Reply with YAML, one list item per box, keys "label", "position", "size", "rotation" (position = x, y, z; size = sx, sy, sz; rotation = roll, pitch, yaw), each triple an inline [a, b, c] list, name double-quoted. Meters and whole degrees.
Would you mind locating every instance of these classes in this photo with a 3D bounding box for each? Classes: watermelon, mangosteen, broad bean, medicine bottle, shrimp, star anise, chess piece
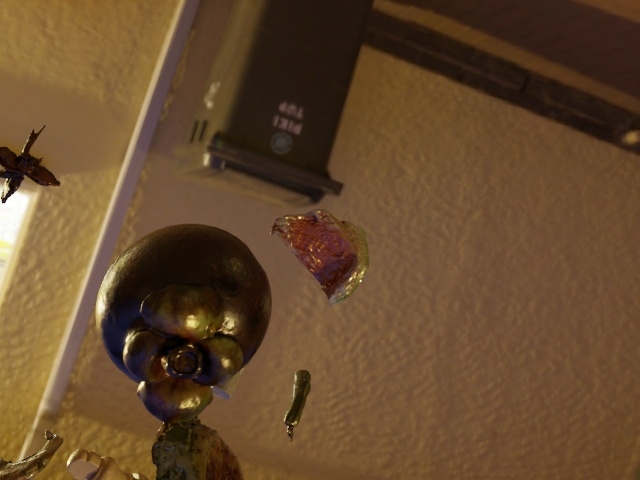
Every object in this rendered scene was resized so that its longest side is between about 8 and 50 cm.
- label: "watermelon"
  position: [0.007, 0.000, 1.202]
  size: [0.158, 0.098, 0.121]
  rotation: [47, -167, -9]
- label: "mangosteen"
  position: [-0.234, 0.133, 1.382]
  size: [0.330, 0.330, 0.330]
  rotation: [18, 180, 0]
- label: "broad bean"
  position: [-0.047, 0.330, 1.668]
  size: [0.039, 0.069, 0.227]
  rotation: [20, -154, -1]
- label: "medicine bottle"
  position: [-0.234, 0.347, 1.989]
  size: [0.058, 0.091, 0.058]
  rotation: [17, 146, 12]
- label: "shrimp"
  position: [-0.558, 0.406, 1.469]
  size: [0.150, 0.051, 0.217]
  rotation: [-36, -161, -36]
- label: "star anise"
  position: [-0.684, -0.186, 1.801]
  size: [0.140, 0.158, 0.144]
  rotation: [-16, -134, -11]
- label: "chess piece"
  position: [-0.504, 0.674, 2.111]
  size: [0.397, 0.117, 0.117]
  rotation: [40, 170, -26]

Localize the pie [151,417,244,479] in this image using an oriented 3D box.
- label: "pie"
  position: [-0.205, 0.459, 1.389]
  size: [0.103, 0.355, 0.288]
  rotation: [-17, 152, 6]
